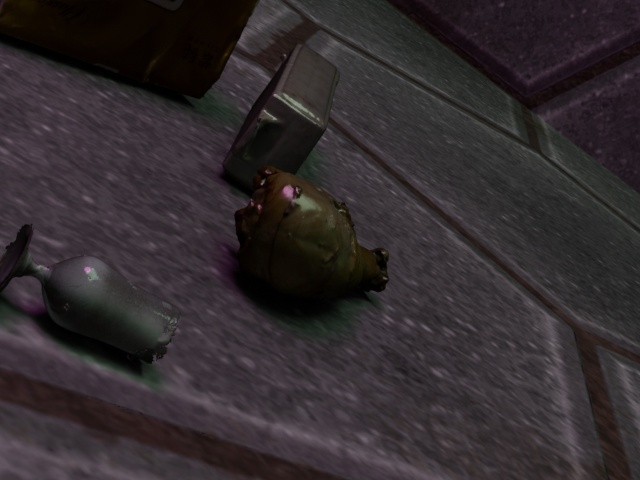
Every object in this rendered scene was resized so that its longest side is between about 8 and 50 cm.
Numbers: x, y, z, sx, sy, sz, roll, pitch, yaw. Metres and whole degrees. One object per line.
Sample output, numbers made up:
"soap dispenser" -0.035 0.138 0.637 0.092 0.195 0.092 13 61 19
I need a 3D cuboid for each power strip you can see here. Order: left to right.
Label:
"power strip" -0.027 -0.099 1.041 0.052 0.078 0.272 34 15 -8

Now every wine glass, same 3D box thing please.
"wine glass" -0.104 0.025 0.590 0.083 0.042 0.039 31 45 -21

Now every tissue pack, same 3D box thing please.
"tissue pack" -0.138 -0.220 0.981 0.226 0.183 0.092 16 20 -50

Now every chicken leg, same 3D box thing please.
"chicken leg" 0.000 0.000 0.831 0.178 0.070 0.093 23 36 -60
